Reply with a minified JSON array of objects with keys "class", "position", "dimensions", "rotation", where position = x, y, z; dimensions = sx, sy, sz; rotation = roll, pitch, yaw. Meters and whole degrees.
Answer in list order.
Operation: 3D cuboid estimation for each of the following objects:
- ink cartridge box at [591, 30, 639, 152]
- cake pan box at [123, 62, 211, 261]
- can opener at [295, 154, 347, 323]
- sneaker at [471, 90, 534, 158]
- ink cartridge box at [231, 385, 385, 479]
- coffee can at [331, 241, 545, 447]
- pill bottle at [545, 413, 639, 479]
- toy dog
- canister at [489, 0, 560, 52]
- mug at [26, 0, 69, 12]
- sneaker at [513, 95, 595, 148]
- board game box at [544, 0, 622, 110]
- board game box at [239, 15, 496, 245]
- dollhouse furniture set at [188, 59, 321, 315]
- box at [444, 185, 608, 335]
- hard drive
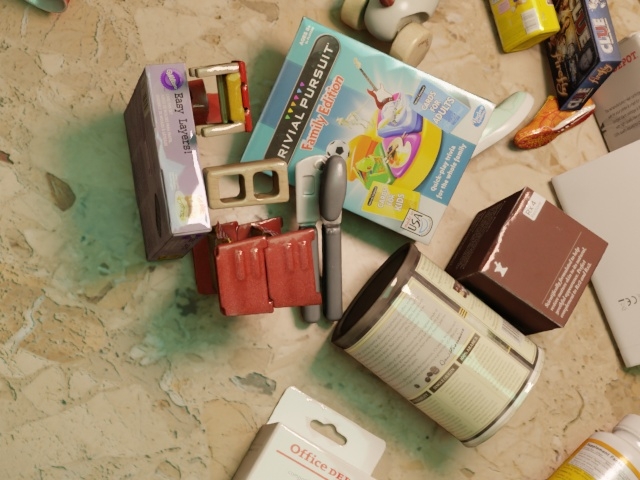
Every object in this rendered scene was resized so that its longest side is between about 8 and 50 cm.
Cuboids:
[{"class":"ink cartridge box","position":[0.590,-0.209,2.016],"dimensions":[0.122,0.211,0.289],"rotation":[-20,86,-19]},{"class":"cake pan box","position":[-0.237,-0.115,1.767],"dimensions":[0.070,0.246,0.266],"rotation":[-7,81,-20]},{"class":"can opener","position":[0.000,0.000,1.844],"dimensions":[0.074,0.093,0.280],"rotation":[-3,109,-9]},{"class":"sneaker","position":[0.238,-0.220,1.984],"dimensions":[0.256,0.094,0.151],"rotation":[-35,96,-15]},{"class":"ink cartridge box","position":[-0.040,0.416,1.785],"dimensions":[0.207,0.119,0.353],"rotation":[31,74,-7]},{"class":"coffee can","position":[0.185,0.165,1.847],"dimensions":[0.275,0.201,0.201],"rotation":[39,73,-5]},{"class":"pill bottle","position":[0.458,0.401,1.910],"dimensions":[0.246,0.136,0.136],"rotation":[-40,92,-18]},{"class":"toy dog","position":[0.170,-0.453,1.950],"dimensions":[0.220,0.161,0.333],"rotation":[18,75,10]},{"class":"canister","position":[0.346,-0.426,2.039],"dimensions":[0.073,0.126,0.170],"rotation":[-13,86,-27]},{"class":"mug","position":[-0.429,-0.472,1.854],"dimensions":[0.150,0.113,0.169],"rotation":[30,71,-10]},{"class":"sneaker","position":[0.402,-0.214,2.056],"dimensions":[0.175,0.064,0.067],"rotation":[-29,72,-24]},{"class":"board game box","position":[0.437,-0.369,2.005],"dimensions":[0.042,0.165,0.243],"rotation":[-2,67,-15]},{"class":"board game box","position":[0.074,-0.176,1.884],"dimensions":[0.336,0.079,0.253],"rotation":[23,100,-6]},{"class":"dollhouse furniture set","position":[-0.112,-0.085,1.762],"dimensions":[0.152,0.201,0.374],"rotation":[-8,101,-16]},{"class":"box","position":[0.323,0.042,1.906],"dimensions":[0.167,0.203,0.168],"rotation":[34,74,-7]},{"class":"hard drive","position":[0.550,0.017,1.961],"dimensions":[0.047,0.233,0.353],"rotation":[-17,84,-45]}]
